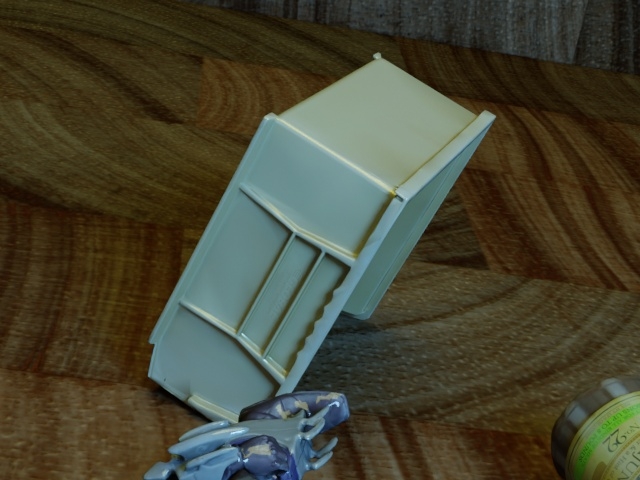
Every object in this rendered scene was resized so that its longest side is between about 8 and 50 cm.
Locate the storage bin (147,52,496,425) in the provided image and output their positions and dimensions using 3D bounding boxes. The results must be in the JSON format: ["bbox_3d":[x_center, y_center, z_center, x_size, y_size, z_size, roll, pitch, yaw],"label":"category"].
[{"bbox_3d":[0.000,0.000,1.067,0.123,0.260,0.262,33,27,7],"label":"storage bin"}]

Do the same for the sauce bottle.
[{"bbox_3d":[0.277,0.217,0.862,0.111,0.111,0.344,1,23,-22],"label":"sauce bottle"}]

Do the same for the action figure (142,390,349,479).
[{"bbox_3d":[-0.047,0.180,0.737,0.099,0.185,0.285,0,14,8],"label":"action figure"}]
